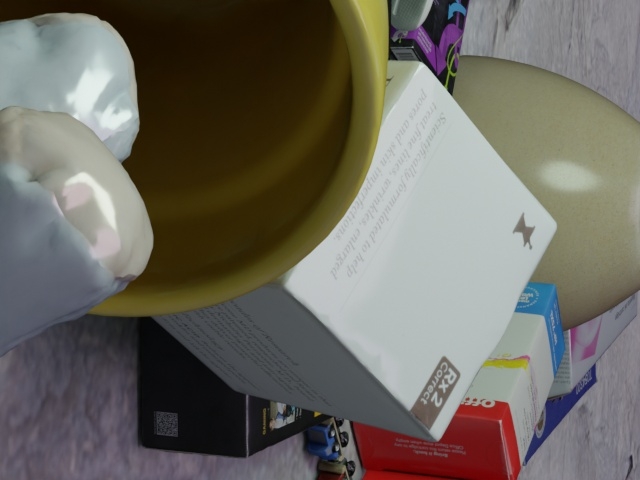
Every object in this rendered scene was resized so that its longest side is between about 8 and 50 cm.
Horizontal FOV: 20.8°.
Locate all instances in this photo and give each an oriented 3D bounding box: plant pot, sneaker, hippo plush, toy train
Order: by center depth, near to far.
[{"bbox_3d":[-0.234,-0.039,0.637,0.294,0.234,0.236,-41,123,-3],"label":"hippo plush"},{"bbox_3d":[-0.088,-0.129,0.871,0.239,0.254,0.254,-81,161,-56],"label":"plant pot"},{"bbox_3d":[0.012,0.193,1.389,0.036,0.027,0.158,-48,137,-41],"label":"toy train"},{"bbox_3d":[0.086,-0.249,1.466,0.061,0.054,0.152,12,82,-57],"label":"sneaker"},{"bbox_3d":[0.223,-0.032,1.648,0.284,0.191,0.284,3,90,-67],"label":"plant pot"}]

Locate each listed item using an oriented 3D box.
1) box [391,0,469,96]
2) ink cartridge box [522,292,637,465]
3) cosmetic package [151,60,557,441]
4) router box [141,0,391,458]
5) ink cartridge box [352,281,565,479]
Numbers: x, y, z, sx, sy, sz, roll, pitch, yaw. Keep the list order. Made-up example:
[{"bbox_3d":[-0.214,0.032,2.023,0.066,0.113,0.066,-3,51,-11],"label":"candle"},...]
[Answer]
[{"bbox_3d":[0.101,-0.215,1.545,0.116,0.029,0.162,47,49,-59],"label":"box"},{"bbox_3d":[0.300,0.054,1.993,0.324,0.071,0.330,-31,119,-63],"label":"ink cartridge box"},{"bbox_3d":[0.000,0.000,0.982,0.151,0.184,0.151,46,65,-35],"label":"cosmetic package"},{"bbox_3d":[-0.031,-0.027,1.189,0.243,0.081,0.308,-12,103,-66],"label":"router box"},{"bbox_3d":[0.114,0.130,1.478,0.231,0.134,0.078,-60,146,-48],"label":"ink cartridge box"}]
